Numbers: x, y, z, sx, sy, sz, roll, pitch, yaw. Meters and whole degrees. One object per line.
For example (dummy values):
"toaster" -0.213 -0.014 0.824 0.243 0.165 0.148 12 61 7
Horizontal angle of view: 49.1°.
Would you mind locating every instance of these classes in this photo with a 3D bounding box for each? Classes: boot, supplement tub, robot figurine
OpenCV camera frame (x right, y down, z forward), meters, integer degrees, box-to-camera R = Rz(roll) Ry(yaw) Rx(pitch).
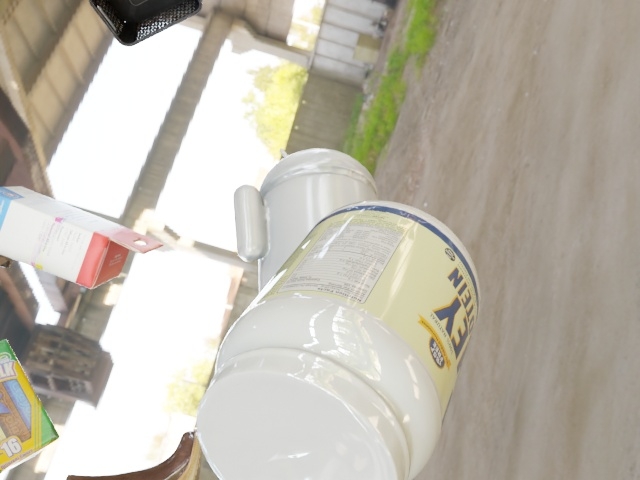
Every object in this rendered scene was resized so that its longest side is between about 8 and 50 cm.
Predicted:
"boot" -0.305 0.389 1.132 0.248 0.207 0.090 -82 1 -57
"supplement tub" 0.032 0.121 0.760 0.325 0.235 0.235 -53 -15 -54
"robot figurine" 0.000 0.000 1.105 0.200 0.300 0.353 -41 42 42

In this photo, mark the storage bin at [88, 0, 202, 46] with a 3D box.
"storage bin" -0.316 -0.454 1.284 0.084 0.180 0.122 -98 -19 -44

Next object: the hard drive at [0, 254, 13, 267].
"hard drive" -0.615 0.013 1.236 0.135 0.094 0.022 14 80 44

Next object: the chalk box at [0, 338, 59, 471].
"chalk box" -0.499 0.235 1.005 0.132 0.213 0.132 -25 -7 -44

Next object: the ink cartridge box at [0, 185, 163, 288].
"ink cartridge box" -0.351 0.001 0.983 0.134 0.231 0.078 -90 22 -85
